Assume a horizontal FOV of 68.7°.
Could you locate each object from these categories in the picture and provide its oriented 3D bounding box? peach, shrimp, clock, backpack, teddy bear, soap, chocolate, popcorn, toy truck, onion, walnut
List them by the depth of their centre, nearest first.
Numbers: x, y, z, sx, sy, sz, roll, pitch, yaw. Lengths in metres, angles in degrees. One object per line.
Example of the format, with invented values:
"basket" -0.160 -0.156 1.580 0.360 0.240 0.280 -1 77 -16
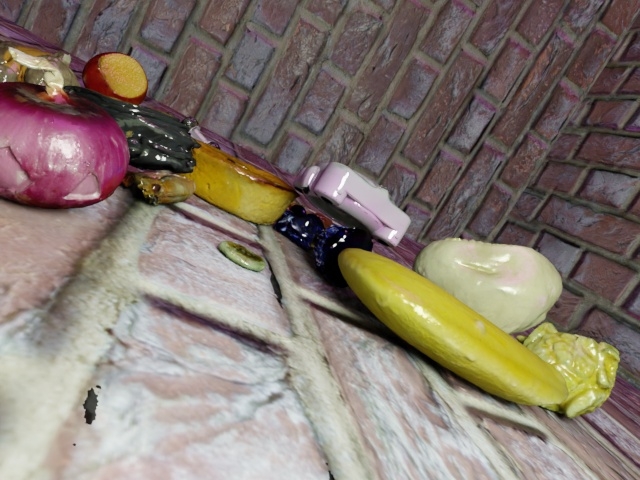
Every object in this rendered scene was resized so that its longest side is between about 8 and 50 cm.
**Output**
"onion" -0.314 -0.113 0.545 0.177 0.153 0.177 36 -2 2
"backpack" -0.308 -0.167 0.763 0.258 0.133 0.206 17 11 36
"shrimp" -0.298 -0.104 0.830 0.133 0.053 0.236 24 11 -8
"soap" 0.208 0.147 0.833 0.427 0.115 0.306 33 7 -14
"teddy bear" -0.581 -0.328 0.930 0.190 0.140 0.177 22 12 1
"popcorn" 0.491 0.262 0.950 0.186 0.167 0.187 24 0 12
"clock" 0.057 -0.086 1.020 0.228 0.090 0.248 35 -7 -26
"chocolate" -0.002 -0.004 1.071 0.149 0.126 0.343 -14 20 -20
"toy truck" -0.369 -0.256 1.237 0.136 0.111 0.286 47 14 5
"walnut" -0.008 -0.034 1.273 0.079 0.082 0.096 3 -3 30
"peach" -0.650 -0.511 1.490 0.190 0.190 0.192 28 -9 -14

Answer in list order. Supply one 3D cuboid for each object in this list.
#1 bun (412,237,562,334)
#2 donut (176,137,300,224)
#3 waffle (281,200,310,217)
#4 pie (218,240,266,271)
"bun" 0.379 0.126 1.112 0.362 0.212 0.361 12 -13 3
"donut" -0.203 -0.136 1.121 0.303 0.110 0.303 27 9 -5
"waffle" -0.123 -0.107 1.376 0.291 0.051 0.291 29 8 -5
"pie" -0.129 0.024 0.771 0.085 0.017 0.085 29 9 -5
